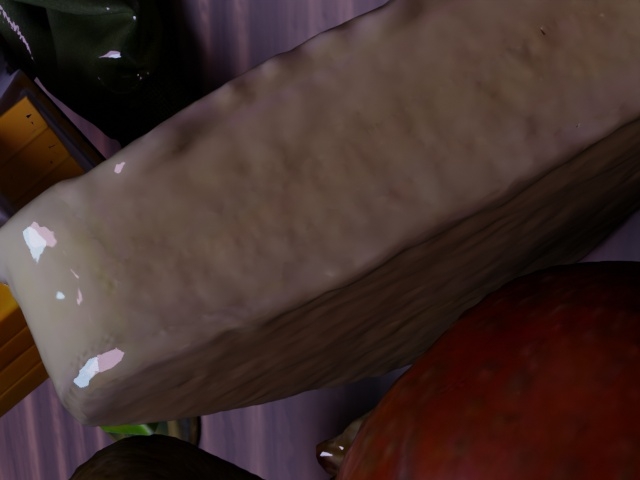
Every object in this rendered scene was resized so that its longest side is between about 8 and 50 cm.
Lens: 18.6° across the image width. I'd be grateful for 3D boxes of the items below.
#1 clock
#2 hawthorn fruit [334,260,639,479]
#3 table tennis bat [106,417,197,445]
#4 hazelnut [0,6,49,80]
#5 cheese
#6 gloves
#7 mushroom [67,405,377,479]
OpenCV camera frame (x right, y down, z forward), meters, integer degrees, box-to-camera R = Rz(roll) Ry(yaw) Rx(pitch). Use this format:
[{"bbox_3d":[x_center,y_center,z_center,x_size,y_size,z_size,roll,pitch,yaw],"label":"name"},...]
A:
[{"bbox_3d":[-0.204,0.009,1.311,0.235,0.166,0.309,48,-179,-19],"label":"clock"},{"bbox_3d":[0.134,0.147,0.918,0.275,0.300,0.275,57,164,26],"label":"hawthorn fruit"},{"bbox_3d":[-0.206,0.057,1.653,0.321,0.050,0.198,52,151,12],"label":"table tennis bat"},{"bbox_3d":[-0.270,-0.175,1.481,0.143,0.143,0.154,111,144,-53],"label":"hazelnut"},{"bbox_3d":[0.019,-0.017,0.918,0.104,0.384,0.384,62,151,13],"label":"cheese"},{"bbox_3d":[-0.167,-0.146,1.362,0.268,0.107,0.135,46,147,-4],"label":"gloves"},{"bbox_3d":[-0.011,0.206,1.245,0.334,0.331,0.356,-118,39,-76],"label":"mushroom"}]
